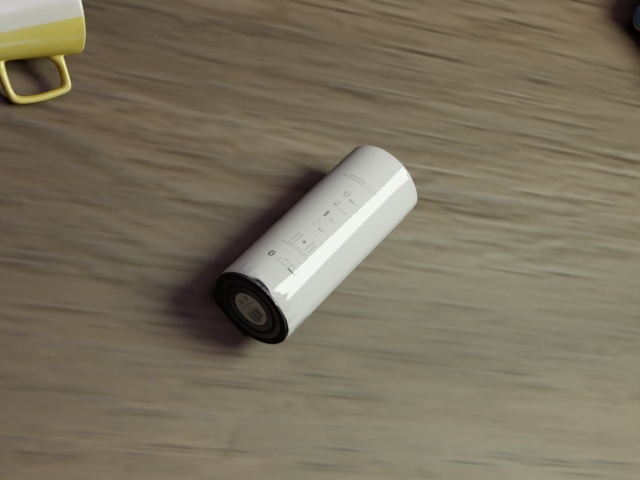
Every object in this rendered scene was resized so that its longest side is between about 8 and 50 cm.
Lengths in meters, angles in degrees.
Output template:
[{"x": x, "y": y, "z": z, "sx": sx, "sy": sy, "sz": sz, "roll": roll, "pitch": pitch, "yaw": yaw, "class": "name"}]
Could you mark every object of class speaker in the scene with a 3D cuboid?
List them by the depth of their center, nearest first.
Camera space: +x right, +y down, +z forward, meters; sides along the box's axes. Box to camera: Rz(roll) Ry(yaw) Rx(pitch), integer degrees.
[{"x": 0.000, "y": 0.000, "z": 0.857, "sx": 0.055, "sy": 0.055, "sz": 0.136, "roll": 47, "pitch": 56, "yaw": -3, "class": "speaker"}]

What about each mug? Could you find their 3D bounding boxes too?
[{"x": -0.174, "y": -0.125, "z": 0.818, "sx": 0.064, "sy": 0.062, "sz": 0.078, "roll": -18, "pitch": 72, "yaw": -24, "class": "mug"}]

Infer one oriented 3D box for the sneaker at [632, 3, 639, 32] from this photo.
[{"x": 0.277, "y": -0.149, "z": 1.061, "sx": 0.083, "sy": 0.069, "sz": 0.186, "roll": -1, "pitch": 64, "yaw": -19, "class": "sneaker"}]
